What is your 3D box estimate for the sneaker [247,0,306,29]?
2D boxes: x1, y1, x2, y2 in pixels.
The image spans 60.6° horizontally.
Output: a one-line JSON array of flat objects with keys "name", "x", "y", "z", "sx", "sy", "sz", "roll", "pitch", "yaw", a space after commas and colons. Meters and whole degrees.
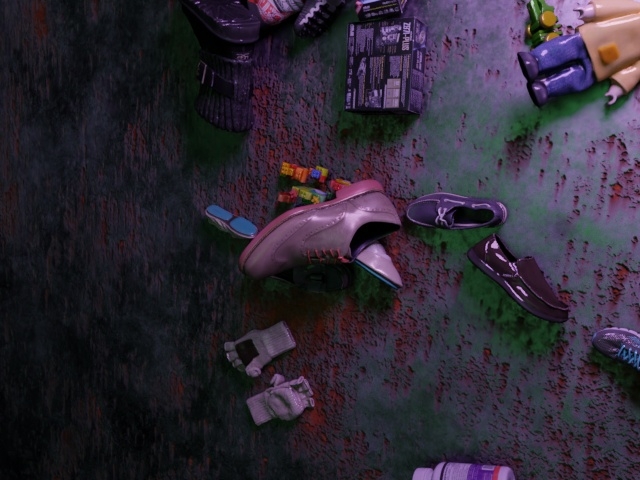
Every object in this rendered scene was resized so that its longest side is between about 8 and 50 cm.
[{"name": "sneaker", "x": -0.110, "y": -0.627, "z": 1.224, "sx": 0.145, "sy": 0.090, "sz": 0.270, "roll": -13, "pitch": 92, "yaw": 29}]

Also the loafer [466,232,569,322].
[{"name": "loafer", "x": 0.380, "y": 0.067, "z": 1.029, "sx": 0.220, "sy": 0.080, "sz": 0.078, "roll": 41, "pitch": 114, "yaw": 19}]

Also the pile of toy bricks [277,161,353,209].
[{"name": "pile of toy bricks", "x": -0.025, "y": -0.107, "z": 1.222, "sx": 0.212, "sy": 0.105, "sz": 0.118, "roll": 22, "pitch": 106, "yaw": 26}]

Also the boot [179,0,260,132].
[{"name": "boot", "x": -0.251, "y": -0.440, "z": 1.302, "sx": 0.260, "sy": 0.131, "sz": 0.348, "roll": 100, "pitch": 149, "yaw": -41}]

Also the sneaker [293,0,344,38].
[{"name": "sneaker", "x": 0.011, "y": -0.547, "z": 1.174, "sx": 0.234, "sy": 0.078, "sz": 0.106, "roll": -47, "pitch": 70, "yaw": 21}]

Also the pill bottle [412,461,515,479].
[{"name": "pill bottle", "x": 0.290, "y": 0.510, "z": 1.112, "sx": 0.194, "sy": 0.108, "sz": 0.108, "roll": -9, "pitch": 91, "yaw": 30}]

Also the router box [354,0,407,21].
[{"name": "router box", "x": 0.130, "y": -0.491, "z": 1.090, "sx": 0.092, "sy": 0.122, "sz": 0.038, "roll": 0, "pitch": 140, "yaw": 28}]

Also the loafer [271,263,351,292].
[{"name": "loafer", "x": -0.060, "y": 0.074, "z": 1.267, "sx": 0.268, "sy": 0.084, "sz": 0.096, "roll": 12, "pitch": 113, "yaw": 30}]

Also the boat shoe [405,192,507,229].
[{"name": "boat shoe", "x": 0.260, "y": -0.056, "z": 1.091, "sx": 0.206, "sy": 0.065, "sz": 0.075, "roll": 4, "pitch": 98, "yaw": 29}]

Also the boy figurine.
[{"name": "boy figurine", "x": 0.485, "y": -0.315, "z": 0.908, "sx": 0.285, "sy": 0.092, "sz": 0.177, "roll": -18, "pitch": 112, "yaw": 18}]

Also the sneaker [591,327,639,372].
[{"name": "sneaker", "x": 0.558, "y": 0.203, "z": 0.947, "sx": 0.167, "sy": 0.076, "sz": 0.065, "roll": 21, "pitch": 104, "yaw": 26}]

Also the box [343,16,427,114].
[{"name": "box", "x": 0.132, "y": -0.352, "z": 1.123, "sx": 0.147, "sy": 0.077, "sz": 0.180, "roll": 6, "pitch": 99, "yaw": 29}]

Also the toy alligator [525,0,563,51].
[{"name": "toy alligator", "x": 0.404, "y": -0.395, "z": 0.984, "sx": 0.051, "sy": 0.056, "sz": 0.189, "roll": -12, "pitch": 90, "yaw": -10}]

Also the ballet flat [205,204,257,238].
[{"name": "ballet flat", "x": -0.221, "y": -0.037, "z": 1.379, "sx": 0.168, "sy": 0.057, "sz": 0.052, "roll": 31, "pitch": 137, "yaw": 27}]

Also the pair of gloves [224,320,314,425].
[{"name": "pair of gloves", "x": -0.130, "y": 0.338, "z": 1.367, "sx": 0.204, "sy": 0.042, "sz": 0.240, "roll": -22, "pitch": 85, "yaw": 29}]

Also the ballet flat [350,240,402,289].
[{"name": "ballet flat", "x": 0.084, "y": 0.020, "z": 1.196, "sx": 0.248, "sy": 0.086, "sz": 0.086, "roll": 28, "pitch": 108, "yaw": 25}]

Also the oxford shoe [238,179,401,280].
[{"name": "oxford shoe", "x": 0.000, "y": 0.000, "z": 1.118, "sx": 0.348, "sy": 0.123, "sz": 0.130, "roll": -29, "pitch": 58, "yaw": -4}]
